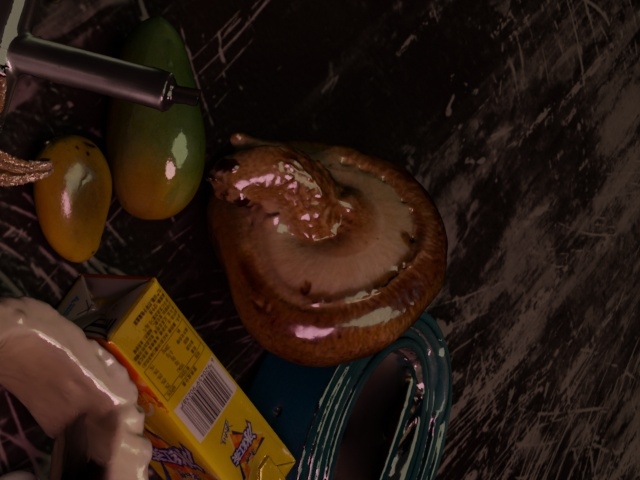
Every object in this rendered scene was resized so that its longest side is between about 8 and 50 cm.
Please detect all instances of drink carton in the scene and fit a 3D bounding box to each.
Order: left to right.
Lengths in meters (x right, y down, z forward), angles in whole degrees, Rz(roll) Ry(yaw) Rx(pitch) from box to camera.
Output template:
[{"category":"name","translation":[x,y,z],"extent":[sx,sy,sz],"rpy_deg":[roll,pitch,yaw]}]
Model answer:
[{"category":"drink carton","translation":[-0.190,0.201,1.747],"extent":[0.111,0.154,0.351],"rpy_deg":[-56,128,-30]}]

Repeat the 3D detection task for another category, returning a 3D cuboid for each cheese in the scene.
[{"category":"cheese","translation":[-0.339,0.239,1.517],"extent":[0.292,0.153,0.332],"rpy_deg":[27,53,-31]}]

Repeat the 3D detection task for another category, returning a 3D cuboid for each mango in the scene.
[{"category":"mango","translation":[-0.301,-0.049,1.681],"extent":[0.103,0.076,0.161],"rpy_deg":[-21,115,-47]},{"category":"mango","translation":[-0.212,-0.151,1.721],"extent":[0.114,0.156,0.251],"rpy_deg":[-7,85,-23]}]

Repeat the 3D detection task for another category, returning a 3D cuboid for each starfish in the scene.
[{"category":"starfish","translation":[-0.411,-0.107,1.521],"extent":[0.240,0.043,0.227],"rpy_deg":[-2,130,-24]}]

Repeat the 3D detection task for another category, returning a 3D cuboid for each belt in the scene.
[{"category":"belt","translation":[0.028,0.292,1.978],"extent":[0.300,0.173,0.437],"rpy_deg":[32,68,-43]}]

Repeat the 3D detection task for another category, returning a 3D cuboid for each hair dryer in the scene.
[{"category":"hair dryer","translation":[-0.272,-0.259,1.594],"extent":[0.284,0.156,0.320],"rpy_deg":[7,89,-6]}]

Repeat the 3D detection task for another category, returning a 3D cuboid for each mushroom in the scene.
[{"category":"mushroom","translation":[0.000,0.000,1.814],"extent":[0.345,0.345,0.260],"rpy_deg":[-57,168,-30]}]

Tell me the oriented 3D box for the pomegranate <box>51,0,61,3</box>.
[{"category":"pomegranate","translation":[-0.295,-0.327,1.681],"extent":[0.084,0.073,0.073],"rpy_deg":[-37,118,-35]}]

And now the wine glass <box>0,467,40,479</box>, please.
[{"category":"wine glass","translation":[-0.399,0.312,1.583],"extent":[0.155,0.072,0.072],"rpy_deg":[-10,98,-46]}]
